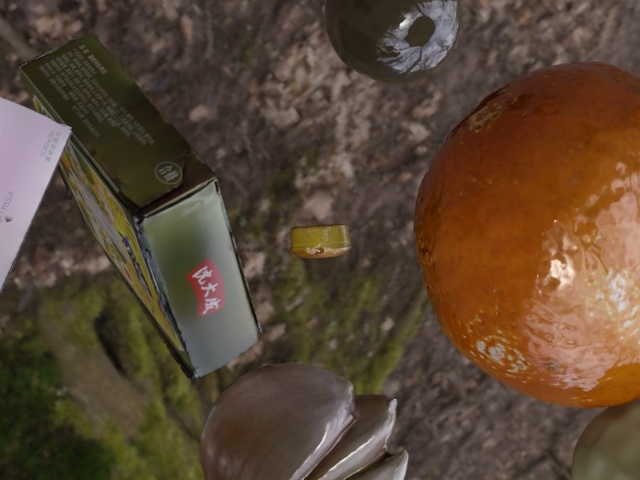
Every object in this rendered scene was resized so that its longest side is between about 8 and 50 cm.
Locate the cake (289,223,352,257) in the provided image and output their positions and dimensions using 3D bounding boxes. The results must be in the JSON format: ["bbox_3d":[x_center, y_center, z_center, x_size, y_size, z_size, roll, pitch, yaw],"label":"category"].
[{"bbox_3d":[0.000,0.000,1.537,0.084,0.044,0.084,-4,-177,0],"label":"cake"}]

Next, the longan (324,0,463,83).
[{"bbox_3d":[0.109,-0.327,1.706,0.196,0.220,0.197,-20,117,-46],"label":"longan"}]

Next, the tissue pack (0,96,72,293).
[{"bbox_3d":[-0.367,-0.022,1.242,0.148,0.092,0.246,2,-110,68],"label":"tissue pack"}]

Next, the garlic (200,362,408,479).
[{"bbox_3d":[-0.033,0.303,1.601,0.325,0.279,0.132,-50,171,4],"label":"garlic"}]

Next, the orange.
[{"bbox_3d":[0.299,-0.004,1.404,0.326,0.424,0.424,-5,-171,34],"label":"orange"}]

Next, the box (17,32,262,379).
[{"bbox_3d":[-0.272,-0.054,1.751,0.138,0.420,0.373,-29,141,-17],"label":"box"}]

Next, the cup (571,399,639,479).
[{"bbox_3d":[0.435,0.267,1.395,0.173,0.202,0.255,7,114,-32],"label":"cup"}]
